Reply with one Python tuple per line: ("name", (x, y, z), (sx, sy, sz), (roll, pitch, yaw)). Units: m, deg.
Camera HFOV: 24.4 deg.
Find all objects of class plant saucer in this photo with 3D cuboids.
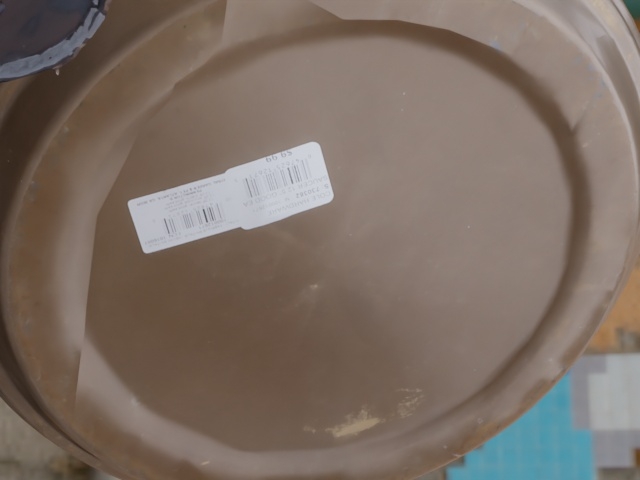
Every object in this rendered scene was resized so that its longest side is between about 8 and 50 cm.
("plant saucer", (0.000, 0.000, 0.546), (0.041, 0.277, 0.278), (-111, -178, -54))

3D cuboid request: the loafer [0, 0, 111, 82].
("loafer", (-0.151, -0.063, 0.310), (0.302, 0.095, 0.109), (6, 123, -54))
